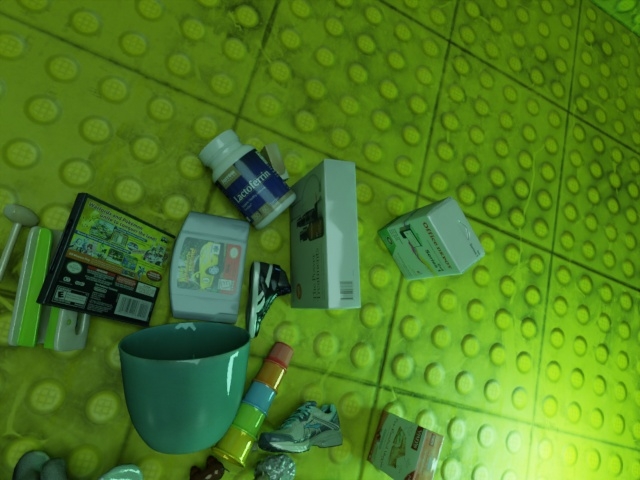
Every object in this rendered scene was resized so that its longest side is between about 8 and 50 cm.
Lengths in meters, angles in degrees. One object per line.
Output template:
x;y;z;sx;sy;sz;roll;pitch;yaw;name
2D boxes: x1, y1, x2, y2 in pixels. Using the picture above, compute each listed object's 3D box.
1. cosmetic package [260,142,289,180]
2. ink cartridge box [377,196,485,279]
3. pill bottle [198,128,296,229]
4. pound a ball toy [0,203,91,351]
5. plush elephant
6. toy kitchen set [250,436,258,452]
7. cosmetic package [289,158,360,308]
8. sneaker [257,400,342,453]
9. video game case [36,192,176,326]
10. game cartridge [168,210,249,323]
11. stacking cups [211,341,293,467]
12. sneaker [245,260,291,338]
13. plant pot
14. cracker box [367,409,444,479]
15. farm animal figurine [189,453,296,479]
-0.139;-0.229;1.258;0.041;0.060;0.115;-20;88;-24;cosmetic package
0.334;0.004;1.296;0.117;0.278;0.201;-34;95;-24;ink cartridge box
-0.206;-0.171;1.170;0.264;0.153;0.153;48;68;-8;pill bottle
-0.636;0.085;0.983;0.208;0.136;0.319;4;81;8;pound a ball toy
-0.510;0.610;0.875;0.255;0.330;0.271;21;66;-37;plush elephant
-0.206;0.526;1.113;0.075;0.068;0.083;-8;56;-10;toy kitchen set
0.000;0.000;1.156;0.098;0.284;0.377;2;81;-21;cosmetic package
-0.056;0.503;1.134;0.283;0.110;0.122;18;62;-46;sneaker
-0.484;0.057;0.985;0.275;0.035;0.248;39;58;-56;video game case
-0.309;0.072;1.145;0.196;0.060;0.294;9;78;-17;game cartridge
-0.166;0.420;1.104;0.096;0.096;0.316;39;51;-12;stacking cups
-0.143;0.170;1.181;0.121;0.079;0.216;8;77;-20;sneaker
-0.316;0.344;0.982;0.293;0.293;0.235;1;94;-22;plant pot
0.236;0.595;1.186;0.067;0.232;0.155;28;72;-17;cracker box
-0.213;0.716;1.014;0.327;0.172;0.330;5;80;-22;farm animal figurine
